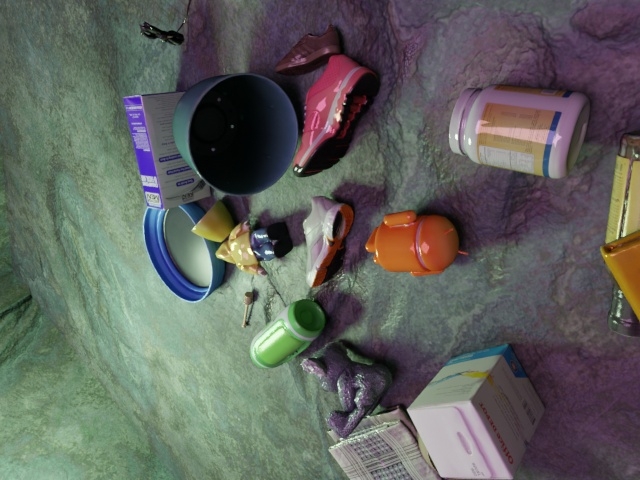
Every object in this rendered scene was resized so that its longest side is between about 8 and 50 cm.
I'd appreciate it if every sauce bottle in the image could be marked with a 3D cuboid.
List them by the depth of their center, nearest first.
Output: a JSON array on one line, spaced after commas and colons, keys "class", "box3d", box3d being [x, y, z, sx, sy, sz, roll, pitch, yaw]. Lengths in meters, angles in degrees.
[{"class": "sauce bottle", "box3d": [0.533, -0.006, 0.780, 0.112, 0.111, 0.344, 13, 117, 36]}]

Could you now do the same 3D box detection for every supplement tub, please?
[{"class": "supplement tub", "box3d": [0.346, -0.196, 0.830, 0.200, 0.144, 0.144, 20, 121, 34]}]

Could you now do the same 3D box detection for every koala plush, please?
[{"class": "koala plush", "box3d": [0.066, 0.376, 1.306, 0.221, 0.196, 0.203, 38, 117, 23]}]

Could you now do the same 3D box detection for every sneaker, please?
[{"class": "sneaker", "box3d": [-0.030, -0.444, 1.112, 0.189, 0.066, 0.071, -5, 89, 36]}, {"class": "sneaker", "box3d": [0.012, -0.291, 1.119, 0.136, 0.116, 0.313, 52, 127, 25]}, {"class": "sneaker", "box3d": [0.000, 0.000, 1.260, 0.121, 0.099, 0.262, 35, 121, 33]}]

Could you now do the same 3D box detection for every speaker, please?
[{"class": "speaker", "box3d": [-0.106, 0.292, 1.446, 0.131, 0.131, 0.296, 53, 133, 9]}]

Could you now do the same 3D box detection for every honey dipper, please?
[{"class": "honey dipper", "box3d": [-0.253, 0.243, 1.619, 0.031, 0.030, 0.160, 33, 131, 26]}]

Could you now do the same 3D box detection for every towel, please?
[{"class": "towel", "box3d": [0.193, 0.655, 1.373, 0.312, 0.056, 0.324, -35, 86, 37]}]

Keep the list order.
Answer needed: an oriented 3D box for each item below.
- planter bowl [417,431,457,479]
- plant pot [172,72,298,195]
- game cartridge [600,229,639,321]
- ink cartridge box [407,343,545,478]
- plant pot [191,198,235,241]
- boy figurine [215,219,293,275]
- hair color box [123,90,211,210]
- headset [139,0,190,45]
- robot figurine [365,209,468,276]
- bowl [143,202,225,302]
[{"class": "planter bowl", "box3d": [0.309, 0.492, 1.174, 0.162, 0.162, 0.109, 64, 161, -1]}, {"class": "plant pot", "box3d": [-0.241, -0.284, 1.212, 0.235, 0.293, 0.292, 30, 127, 49]}, {"class": "game cartridge", "box3d": [0.631, 0.087, 0.690, 0.285, 0.052, 0.323, -30, 98, 28]}, {"class": "ink cartridge box", "box3d": [0.339, 0.368, 1.022, 0.168, 0.233, 0.171, -29, 88, 44]}, {"class": "plant pot", "box3d": [-0.329, -0.051, 1.498, 0.095, 0.134, 0.134, 41, 135, -12]}, {"class": "boy figurine", "box3d": [-0.213, 0.029, 1.446, 0.285, 0.092, 0.177, -16, 98, 44]}, {"class": "hair color box", "box3d": [-0.467, -0.281, 1.461, 0.110, 0.185, 0.338, 9, 114, 38]}, {"class": "headset", "box3d": [-0.363, -0.703, 1.187, 0.244, 0.185, 0.393, 21, 110, 33]}, {"class": "robot figurine", "box3d": [0.211, 0.009, 1.051, 0.220, 0.128, 0.157, -4, 95, 42]}, {"class": "bowl", "box3d": [-0.490, 0.029, 1.692, 0.391, 0.077, 0.390, 18, 120, 34]}]
